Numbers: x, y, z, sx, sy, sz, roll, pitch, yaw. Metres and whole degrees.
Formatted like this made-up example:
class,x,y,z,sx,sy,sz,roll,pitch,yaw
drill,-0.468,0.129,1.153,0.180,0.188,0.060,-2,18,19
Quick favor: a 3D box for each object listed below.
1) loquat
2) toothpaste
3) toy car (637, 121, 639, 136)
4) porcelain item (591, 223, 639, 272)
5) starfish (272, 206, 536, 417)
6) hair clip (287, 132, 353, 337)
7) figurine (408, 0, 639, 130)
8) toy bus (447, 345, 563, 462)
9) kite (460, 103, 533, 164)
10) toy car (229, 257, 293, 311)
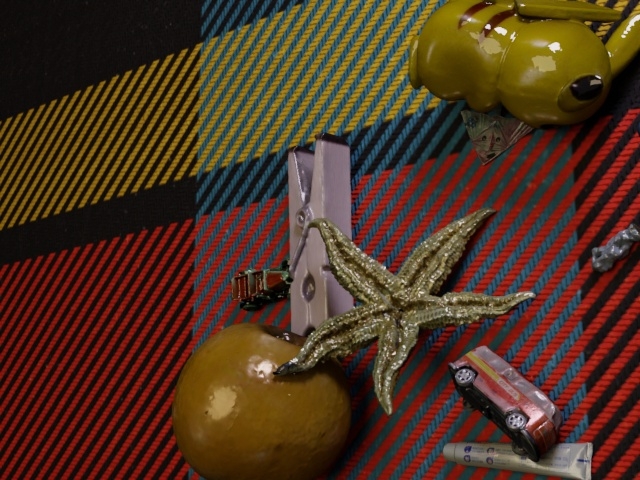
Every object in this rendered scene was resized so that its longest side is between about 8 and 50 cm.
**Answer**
class,x,y,z,sx,sy,sz,roll,pitch,yaw
loquat,-0.098,0.259,1.645,0.275,0.275,0.275,-12,72,39
toothpaste,0.264,0.293,1.483,0.218,0.033,0.052,-4,69,38
toy car,0.522,-0.211,1.241,0.336,0.226,0.242,6,83,47
porcelain item,0.388,0.012,1.446,0.083,0.028,0.036,-42,38,27
starfish,0.121,0.101,1.558,0.358,0.078,0.347,7,57,18
hair clip,-0.003,0.000,1.752,0.101,0.085,0.331,-10,74,41
figurine,0.288,-0.253,1.512,0.326,0.218,0.169,27,140,33
toy bus,0.252,0.216,1.474,0.077,0.079,0.174,-36,47,-15
kite,0.264,-0.183,1.618,0.137,0.005,0.152,17,91,40
toy car,-0.086,0.072,1.829,0.143,0.054,0.073,-15,70,39
